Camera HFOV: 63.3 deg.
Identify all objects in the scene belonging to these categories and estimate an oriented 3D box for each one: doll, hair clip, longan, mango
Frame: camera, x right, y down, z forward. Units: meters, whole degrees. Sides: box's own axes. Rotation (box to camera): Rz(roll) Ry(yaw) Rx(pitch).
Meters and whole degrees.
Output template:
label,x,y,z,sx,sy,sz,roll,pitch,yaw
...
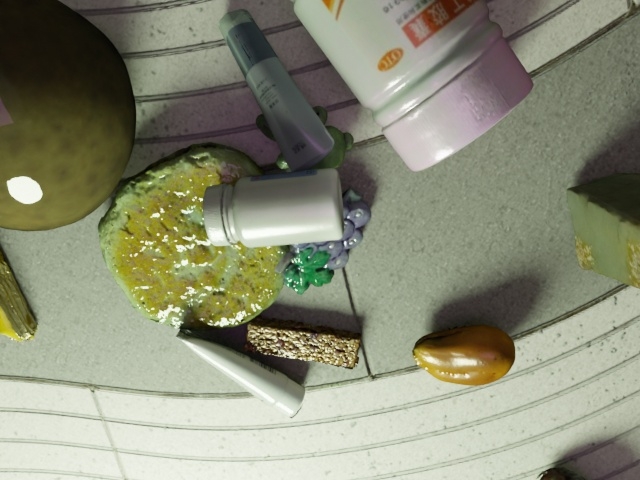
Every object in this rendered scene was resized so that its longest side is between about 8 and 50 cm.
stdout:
label,x,y,z,sx,sy,sz,roll,pitch,yaw
doll,-0.030,-0.160,0.793,0.150,0.077,0.115,35,92,6
hair clip,0.000,0.000,0.834,0.124,0.052,0.195,26,100,-30
longan,-0.396,-0.174,0.688,0.319,0.319,0.318,1,103,2
mango,0.238,0.187,0.859,0.160,0.084,0.105,-1,121,23

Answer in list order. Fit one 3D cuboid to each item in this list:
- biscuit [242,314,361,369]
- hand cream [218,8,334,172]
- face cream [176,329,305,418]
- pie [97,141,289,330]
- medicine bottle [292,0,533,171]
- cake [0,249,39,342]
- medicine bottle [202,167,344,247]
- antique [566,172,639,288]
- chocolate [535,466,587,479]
label,x,y,z,sx,sy,sz,roll,pitch,yaw
biscuit,-0.030,0.174,0.888,0.199,0.034,0.064,9,104,-1
hand cream,-0.069,-0.218,0.753,0.079,0.048,0.255,-33,84,29
face cream,-0.135,0.217,0.882,0.244,0.092,0.058,34,82,-9
pie,-0.195,0.008,0.840,0.324,0.070,0.322,0,107,0
medicine bottle,0.112,-0.275,0.691,0.202,0.202,0.315,-37,100,10
cake,-0.568,0.099,0.872,0.116,0.079,0.184,-14,107,3
medicine bottle,-0.063,-0.044,0.738,0.187,0.103,0.102,-5,103,6
antique,0.455,-0.002,0.698,0.125,0.284,0.150,-16,101,6
chocolate,0.482,0.492,0.906,0.248,0.110,0.110,36,102,-9
